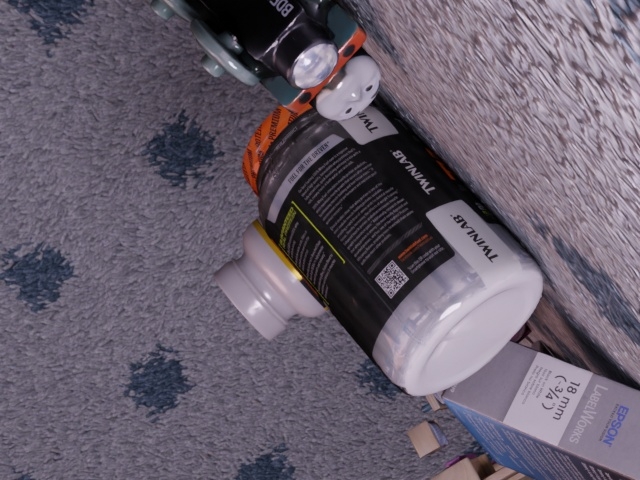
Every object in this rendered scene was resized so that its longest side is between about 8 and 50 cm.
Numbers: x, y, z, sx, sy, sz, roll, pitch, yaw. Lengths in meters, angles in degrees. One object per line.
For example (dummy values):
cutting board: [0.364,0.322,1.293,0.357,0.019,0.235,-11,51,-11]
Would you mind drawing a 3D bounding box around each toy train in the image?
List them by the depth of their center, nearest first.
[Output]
toy train: [-0.073,-0.238,1.173,0.334,0.142,0.190,47,-168,31]

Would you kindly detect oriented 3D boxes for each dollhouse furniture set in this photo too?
dollhouse furniture set: [0.238,0.195,1.830,0.286,0.198,0.303,9,-130,-61]

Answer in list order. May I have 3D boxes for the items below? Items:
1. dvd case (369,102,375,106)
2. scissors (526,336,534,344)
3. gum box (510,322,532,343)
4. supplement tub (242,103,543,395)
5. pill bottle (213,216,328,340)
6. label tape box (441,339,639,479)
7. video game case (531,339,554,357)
dvd case: [0.030,-0.203,1.686,0.221,0.018,0.164,49,-179,-2]
scissors: [0.308,0.110,2.271,0.297,0.021,0.109,48,177,37]
gum box: [0.252,0.085,2.078,0.188,0.062,0.107,49,180,-26]
supplement tub: [0.070,-0.009,1.431,0.338,0.207,0.207,50,-179,27]
pill bottle: [0.000,0.000,2.036,0.188,0.334,0.188,49,-179,-1]
label tape box: [0.337,0.245,1.496,0.334,0.106,0.240,21,163,34]
video game case: [0.394,0.263,2.035,0.173,0.022,0.190,49,-161,-8]
